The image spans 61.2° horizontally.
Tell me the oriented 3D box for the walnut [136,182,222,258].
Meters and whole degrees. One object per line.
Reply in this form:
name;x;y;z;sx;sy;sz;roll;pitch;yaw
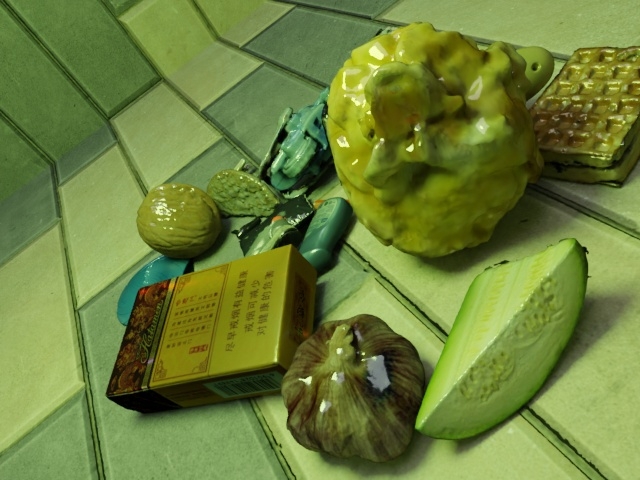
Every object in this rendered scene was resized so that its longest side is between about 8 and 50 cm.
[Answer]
walnut;-0.359;-0.049;1.394;0.213;0.213;0.213;-21;40;18

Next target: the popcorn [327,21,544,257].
popcorn;0.190;-0.180;0.963;0.344;0.390;0.354;-22;45;-10

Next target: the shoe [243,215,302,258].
shoe;-0.127;0.027;1.208;0.194;0.074;0.077;-45;51;13

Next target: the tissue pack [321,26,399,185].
tissue pack;0.132;-0.301;1.256;0.123;0.245;0.332;21;63;27

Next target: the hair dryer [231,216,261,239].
hair dryer;-0.201;-0.032;1.398;0.083;0.031;0.079;1;39;48

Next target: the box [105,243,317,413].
box;-0.216;0.182;1.082;0.415;0.116;0.264;-17;48;25

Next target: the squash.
squash;0.275;0.156;0.756;0.203;0.111;0.289;-32;22;53

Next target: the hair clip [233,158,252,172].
hair clip;-0.278;-0.149;1.563;0.214;0.056;0.062;-47;54;-2

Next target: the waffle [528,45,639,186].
waffle;0.522;-0.244;1.022;0.213;0.091;0.308;20;64;47

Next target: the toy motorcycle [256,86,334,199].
toy motorcycle;-0.056;-0.268;1.407;0.241;0.182;0.319;2;52;39

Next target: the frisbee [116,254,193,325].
frisbee;-0.438;0.116;1.404;0.242;0.045;0.242;-20;41;19

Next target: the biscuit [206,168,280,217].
biscuit;-0.219;-0.124;1.415;0.289;0.141;0.038;1;36;41

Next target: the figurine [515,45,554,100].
figurine;0.345;-0.308;1.173;0.324;0.124;0.222;-27;6;32

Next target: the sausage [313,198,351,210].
sausage;0.034;-0.082;1.265;0.107;0.031;0.031;1;50;37

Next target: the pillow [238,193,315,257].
pillow;-0.105;-0.029;1.289;0.208;0.055;0.141;-38;25;4

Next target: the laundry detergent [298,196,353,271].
laundry detergent;-0.001;-0.001;1.179;0.096;0.061;0.206;-7;45;42

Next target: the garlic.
garlic;0.044;0.219;0.831;0.245;0.160;0.245;-14;49;16
